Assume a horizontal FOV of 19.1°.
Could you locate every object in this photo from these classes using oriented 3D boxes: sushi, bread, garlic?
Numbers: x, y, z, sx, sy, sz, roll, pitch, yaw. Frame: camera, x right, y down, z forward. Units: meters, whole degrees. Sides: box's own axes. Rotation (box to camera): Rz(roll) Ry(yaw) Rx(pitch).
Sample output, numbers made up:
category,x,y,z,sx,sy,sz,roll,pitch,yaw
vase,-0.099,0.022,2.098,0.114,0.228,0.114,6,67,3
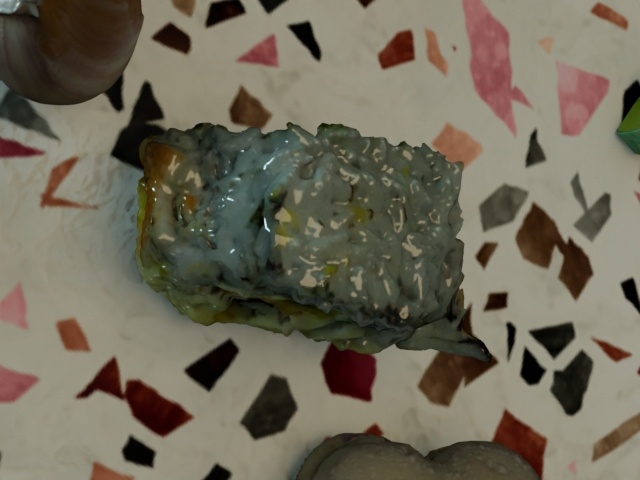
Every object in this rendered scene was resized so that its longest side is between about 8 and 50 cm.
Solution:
category,x,y,z,sx,sy,sz,roll,pitch,yaw
sushi,0.000,0.000,1.344,0.274,0.184,0.139,13,78,-33
bread,0.119,0.264,1.441,0.183,0.102,0.337,-46,106,-32
garlic,-0.215,-0.180,1.249,0.191,0.214,0.160,4,99,-75

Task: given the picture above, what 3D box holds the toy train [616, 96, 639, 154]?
category,x,y,z,sx,sy,sz,roll,pitch,yaw
toy train,0.313,-0.089,1.642,0.122,0.050,0.081,45,67,-21
